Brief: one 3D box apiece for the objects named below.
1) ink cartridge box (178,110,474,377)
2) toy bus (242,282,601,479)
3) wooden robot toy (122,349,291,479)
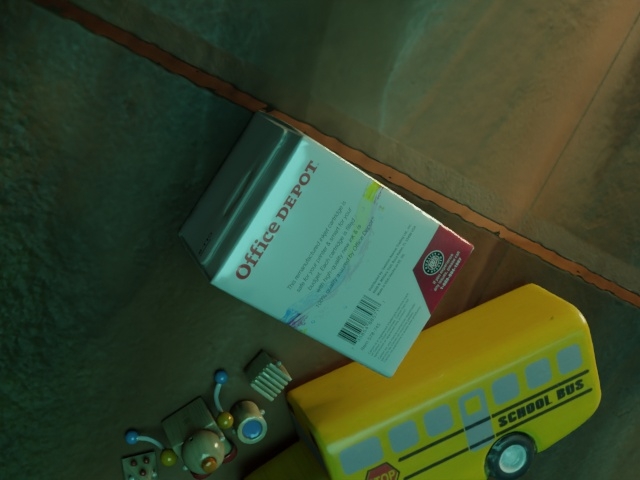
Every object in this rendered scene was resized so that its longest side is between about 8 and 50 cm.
[{"bbox_3d":[0.000,0.000,0.704,0.176,0.127,0.128,32,94,-27],"label":"ink cartridge box"},{"bbox_3d":[0.086,0.167,0.805,0.332,0.108,0.130,-22,114,-13],"label":"toy bus"},{"bbox_3d":[-0.091,0.174,0.755,0.173,0.079,0.076,-33,116,-7],"label":"wooden robot toy"}]
